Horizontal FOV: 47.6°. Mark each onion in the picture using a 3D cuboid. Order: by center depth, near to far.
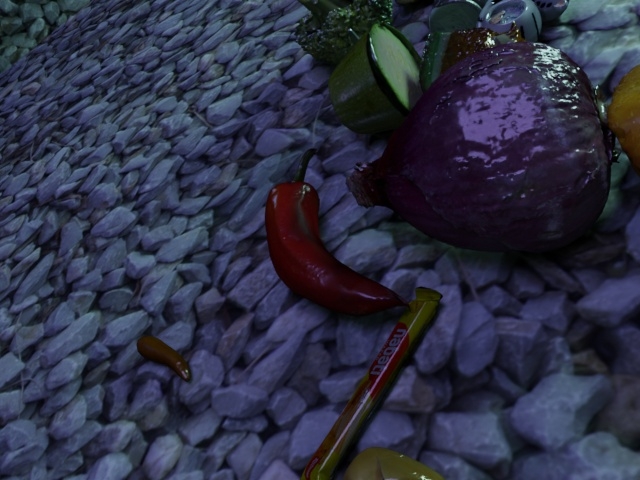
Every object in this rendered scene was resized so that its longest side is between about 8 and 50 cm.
[{"bbox_3d":[0.172,-0.117,0.874,0.349,0.159,0.267,-12,59,18],"label":"onion"}]

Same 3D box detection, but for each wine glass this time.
[{"bbox_3d":[0.250,-0.420,1.222,0.111,0.111,0.204,-4,49,35],"label":"wine glass"}]

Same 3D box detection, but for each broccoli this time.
[{"bbox_3d":[0.038,-0.421,1.337,0.226,0.176,0.198,25,85,29],"label":"broccoli"}]

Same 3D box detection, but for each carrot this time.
[{"bbox_3d":[-0.229,0.169,1.061,0.142,0.035,0.035,20,65,42],"label":"carrot"}]

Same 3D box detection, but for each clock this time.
[{"bbox_3d":[0.321,-0.350,1.123,0.117,0.080,0.176,6,53,40],"label":"clock"}]

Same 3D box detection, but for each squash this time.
[{"bbox_3d":[0.093,-0.246,1.138,0.123,0.170,0.170,-20,40,40],"label":"squash"}]

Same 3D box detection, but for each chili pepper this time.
[{"bbox_3d":[-0.004,0.006,1.014,0.137,0.092,0.368,-29,45,1],"label":"chili pepper"}]

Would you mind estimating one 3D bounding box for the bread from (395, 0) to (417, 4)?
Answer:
[{"bbox_3d":[0.205,-0.566,1.413,0.184,0.110,0.234,-25,38,20],"label":"bread"}]

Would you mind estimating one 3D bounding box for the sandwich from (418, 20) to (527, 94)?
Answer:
[{"bbox_3d":[0.213,-0.224,1.040,0.159,0.079,0.235,-23,51,44],"label":"sandwich"}]

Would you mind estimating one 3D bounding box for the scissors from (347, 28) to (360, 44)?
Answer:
[{"bbox_3d":[0.075,-0.307,1.201,0.100,0.189,0.015,-22,72,15],"label":"scissors"}]

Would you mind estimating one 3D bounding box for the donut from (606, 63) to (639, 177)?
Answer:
[{"bbox_3d":[0.443,-0.136,0.771,0.254,0.118,0.253,-15,44,15],"label":"donut"}]

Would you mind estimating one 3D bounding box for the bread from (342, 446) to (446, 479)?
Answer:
[{"bbox_3d":[0.070,0.250,0.726,0.115,0.056,0.082,17,63,46],"label":"bread"}]

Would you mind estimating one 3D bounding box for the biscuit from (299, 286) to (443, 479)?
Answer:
[{"bbox_3d":[0.058,0.173,0.840,0.292,0.026,0.048,-54,22,-21],"label":"biscuit"}]
